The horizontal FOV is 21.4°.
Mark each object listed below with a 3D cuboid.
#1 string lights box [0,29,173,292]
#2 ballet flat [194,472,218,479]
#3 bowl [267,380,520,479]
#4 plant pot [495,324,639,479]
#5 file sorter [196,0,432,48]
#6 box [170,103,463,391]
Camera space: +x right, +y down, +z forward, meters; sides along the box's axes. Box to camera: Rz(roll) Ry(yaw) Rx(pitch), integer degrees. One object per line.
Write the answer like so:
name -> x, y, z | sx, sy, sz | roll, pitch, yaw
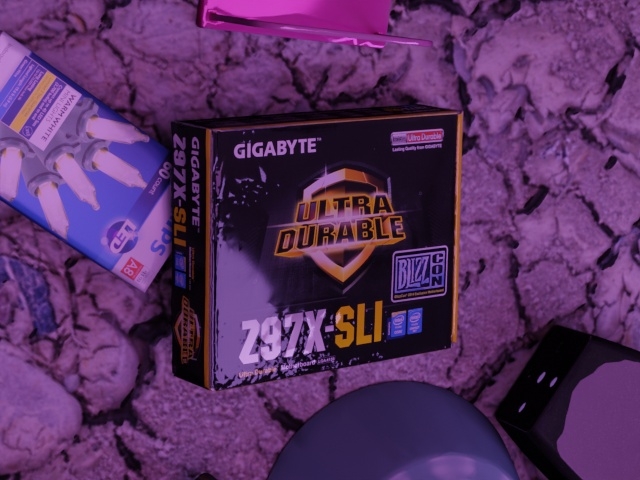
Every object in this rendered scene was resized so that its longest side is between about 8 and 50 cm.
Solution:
string lights box -> -0.246, -0.076, 1.641 | 0.260, 0.077, 0.133 | 35, 84, -23
ballet flat -> -0.094, 0.365, 1.780 | 0.096, 0.095, 0.280 | -9, 113, -30
bowl -> 0.104, 0.318, 1.804 | 0.312, 0.163, 0.311 | -4, 100, -21
plant pot -> 0.306, 0.193, 1.860 | 0.167, 0.188, 0.187 | 35, 86, -10
file sorter -> 0.017, -0.336, 1.641 | 0.202, 0.182, 0.290 | 4, 98, -22
box -> 0.000, 0.000, 1.707 | 0.322, 0.079, 0.257 | -6, 104, -38
